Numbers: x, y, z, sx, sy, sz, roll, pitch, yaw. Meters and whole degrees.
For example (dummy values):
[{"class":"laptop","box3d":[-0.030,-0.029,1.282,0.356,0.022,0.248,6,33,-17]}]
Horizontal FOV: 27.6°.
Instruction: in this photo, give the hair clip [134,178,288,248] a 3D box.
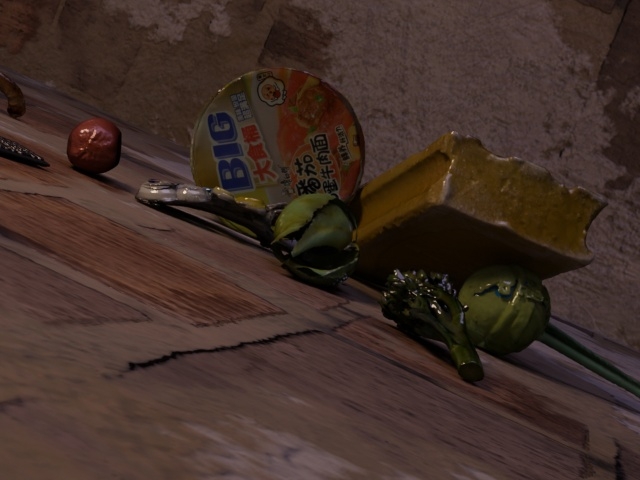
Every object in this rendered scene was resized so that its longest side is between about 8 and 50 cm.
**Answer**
[{"class":"hair clip","box3d":[-0.118,-0.034,1.384,0.172,0.049,0.116,14,-7,-17]}]

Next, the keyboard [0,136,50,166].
[{"class":"keyboard","box3d":[-0.330,-0.099,1.162,0.067,0.011,0.202,27,5,30]}]

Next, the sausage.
[{"class":"sausage","box3d":[-0.241,-0.101,1.389,0.054,0.059,0.094,4,9,-5]}]

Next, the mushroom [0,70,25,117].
[{"class":"mushroom","box3d":[-0.433,-0.207,1.680,0.088,0.073,0.129,-90,155,-65]}]

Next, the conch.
[{"class":"conch","box3d":[-0.003,0.001,1.317,0.095,0.079,0.201,36,19,-8]}]

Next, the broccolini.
[{"class":"broccolini","box3d":[0.114,0.070,1.126,0.091,0.068,0.202,43,-3,-21]}]

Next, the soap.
[{"class":"soap","box3d":[0.149,-0.010,1.452,0.199,0.091,0.315,24,-21,-17]}]

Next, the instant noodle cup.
[{"class":"instant noodle cup","box3d":[-0.058,-0.094,1.552,0.205,0.205,0.153,23,-7,-8]}]

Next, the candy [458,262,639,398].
[{"class":"candy","box3d":[0.287,0.129,1.389,0.335,0.092,0.093,32,28,-17]}]
